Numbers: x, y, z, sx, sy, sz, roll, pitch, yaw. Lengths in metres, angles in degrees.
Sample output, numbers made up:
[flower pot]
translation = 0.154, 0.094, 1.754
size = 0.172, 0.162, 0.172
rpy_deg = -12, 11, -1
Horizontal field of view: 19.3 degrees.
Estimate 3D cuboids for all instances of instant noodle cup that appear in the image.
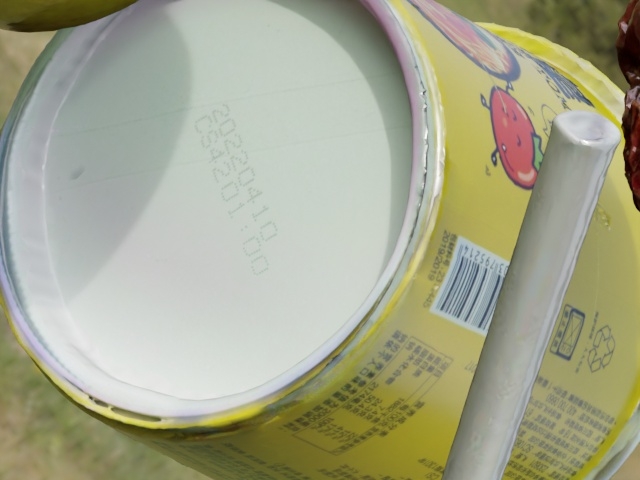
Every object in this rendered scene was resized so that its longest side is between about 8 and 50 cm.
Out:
[instant noodle cup]
translation = 0.000, 0.000, 0.978
size = 0.254, 0.326, 0.325
rpy_deg = 26, 31, -58

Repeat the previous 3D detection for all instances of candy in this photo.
[candy]
translation = 0.032, 0.115, 0.548
size = 0.124, 0.124, 0.365
rpy_deg = -115, -150, -46

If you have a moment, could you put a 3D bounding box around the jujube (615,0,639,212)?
[jujube]
translation = 0.172, -0.055, 0.793
size = 0.104, 0.104, 0.165
rpy_deg = 38, 41, -66

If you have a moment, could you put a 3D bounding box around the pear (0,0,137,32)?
[pear]
translation = -0.110, -0.178, 0.728
size = 0.200, 0.200, 0.200
rpy_deg = 55, 8, -12
